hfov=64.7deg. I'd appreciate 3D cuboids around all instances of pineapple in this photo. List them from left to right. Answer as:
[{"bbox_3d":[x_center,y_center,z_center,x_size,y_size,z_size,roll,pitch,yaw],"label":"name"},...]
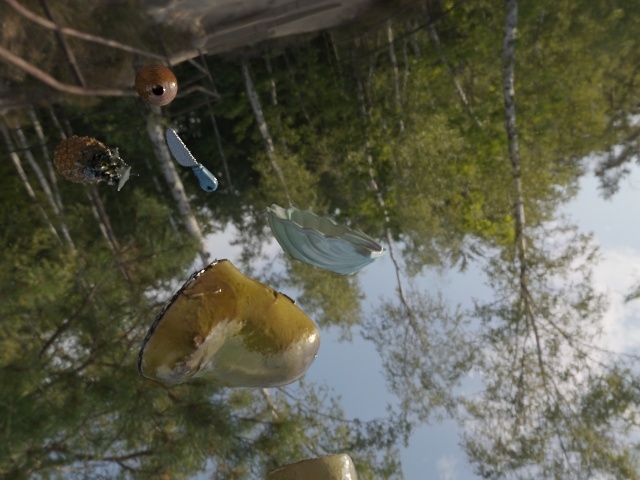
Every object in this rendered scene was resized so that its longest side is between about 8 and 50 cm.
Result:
[{"bbox_3d":[-0.677,-0.236,1.532,0.341,0.169,0.169,14,-140,43],"label":"pineapple"}]

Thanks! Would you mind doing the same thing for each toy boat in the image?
[{"bbox_3d":[0.000,0.000,1.144,0.291,0.100,0.199,21,-166,25],"label":"toy boat"}]

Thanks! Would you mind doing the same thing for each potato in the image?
[{"bbox_3d":[-0.165,0.225,1.154,0.296,0.289,0.397,25,-175,11],"label":"potato"}]

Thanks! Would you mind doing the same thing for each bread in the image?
[{"bbox_3d":[-0.004,0.392,0.728,0.134,0.148,0.141,-13,-118,-4],"label":"bread"}]

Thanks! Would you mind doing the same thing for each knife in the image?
[{"bbox_3d":[-0.366,-0.219,1.406,0.058,0.244,0.032,-10,-127,21],"label":"knife"}]

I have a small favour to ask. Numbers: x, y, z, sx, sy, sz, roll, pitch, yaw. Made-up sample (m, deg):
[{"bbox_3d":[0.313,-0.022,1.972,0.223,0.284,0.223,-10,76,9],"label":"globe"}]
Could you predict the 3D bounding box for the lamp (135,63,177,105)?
[{"bbox_3d":[-0.544,-0.515,1.677,0.137,0.136,0.136,-15,-155,7],"label":"lamp"}]
